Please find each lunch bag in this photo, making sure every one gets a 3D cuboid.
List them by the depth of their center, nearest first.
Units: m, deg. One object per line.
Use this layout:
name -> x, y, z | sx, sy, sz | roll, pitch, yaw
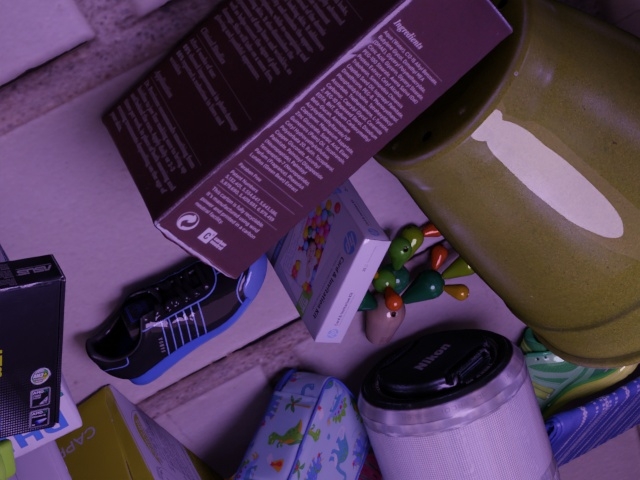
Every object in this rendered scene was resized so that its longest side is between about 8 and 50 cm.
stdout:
lunch bag -> -0.020, 0.289, 1.899 | 0.176, 0.090, 0.219 | 51, 54, -48

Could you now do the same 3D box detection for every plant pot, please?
plant pot -> 0.245, -0.099, 1.628 | 0.353, 0.366, 0.366 | 32, 109, -31

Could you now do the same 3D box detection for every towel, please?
towel -> 0.416, 0.236, 2.117 | 0.336, 0.040, 0.243 | -23, 158, -25

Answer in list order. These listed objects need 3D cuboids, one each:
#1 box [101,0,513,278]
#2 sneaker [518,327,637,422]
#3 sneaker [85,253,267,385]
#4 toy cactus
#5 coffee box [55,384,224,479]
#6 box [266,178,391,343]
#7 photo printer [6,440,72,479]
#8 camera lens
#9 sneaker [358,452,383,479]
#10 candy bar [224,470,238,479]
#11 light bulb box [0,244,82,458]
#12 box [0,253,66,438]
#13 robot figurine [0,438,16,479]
box -> -0.020, -0.165, 1.501 | 0.381, 0.191, 0.143 | -42, 136, 11
sneaker -> 0.294, 0.182, 2.063 | 0.295, 0.109, 0.123 | -33, 107, 8
sneaker -> -0.165, 0.077, 1.708 | 0.232, 0.081, 0.090 | -43, 142, 12
toy cactus -> 0.096, 0.067, 1.845 | 0.219, 0.112, 0.180 | -19, 145, -26
coffee box -> -0.245, 0.449, 1.805 | 0.337, 0.338, 0.334 | -38, 136, 3
box -> 0.000, 0.000, 1.658 | 0.038, 0.186, 0.145 | 5, 126, -32
photo printer -> -0.395, 0.279, 1.593 | 0.256, 0.307, 0.107 | -21, 136, -16
camera lens -> 0.182, 0.267, 1.921 | 0.219, 0.219, 0.274 | -23, 109, -10
sneaker -> 0.084, 0.382, 2.093 | 0.075, 0.063, 0.170 | 8, 86, -50
candy bar -> -0.072, 0.278, 1.930 | 0.161, 0.018, 0.040 | -39, 145, -40
light bulb box -> -0.472, 0.081, 1.437 | 0.358, 0.225, 0.361 | -27, 135, -7
box -> -0.328, 0.109, 1.349 | 0.190, 0.045, 0.184 | -9, 133, -26
robot figurine -> -0.343, 0.221, 1.409 | 0.115, 0.101, 0.067 | -25, 125, -42
